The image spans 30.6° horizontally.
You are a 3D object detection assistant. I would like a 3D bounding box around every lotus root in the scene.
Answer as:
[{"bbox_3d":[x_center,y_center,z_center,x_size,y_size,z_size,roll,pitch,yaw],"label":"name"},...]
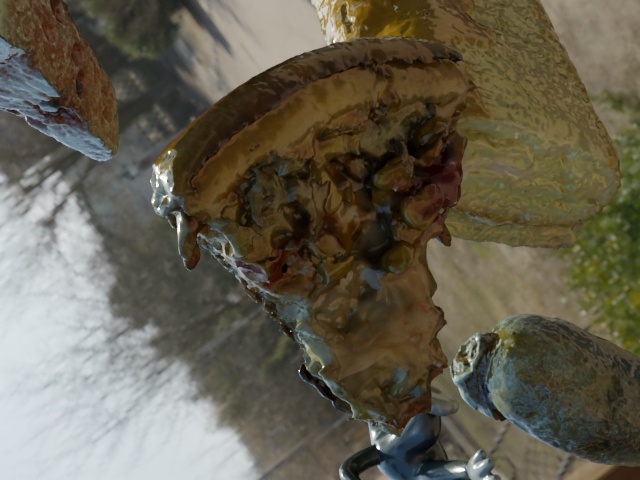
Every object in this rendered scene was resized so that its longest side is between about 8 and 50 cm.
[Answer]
[{"bbox_3d":[0.349,0.201,1.537,0.349,0.175,0.175,23,-178,-13],"label":"lotus root"}]

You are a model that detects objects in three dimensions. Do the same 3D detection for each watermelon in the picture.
[{"bbox_3d":[-0.246,-0.139,0.923,0.241,0.154,0.094,39,-134,-51],"label":"watermelon"}]

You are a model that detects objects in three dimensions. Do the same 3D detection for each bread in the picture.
[{"bbox_3d":[0.118,-0.161,1.127,0.236,0.165,0.375,9,-139,-22],"label":"bread"}]

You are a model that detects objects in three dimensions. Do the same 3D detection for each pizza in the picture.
[{"bbox_3d":[0.000,0.000,0.778,0.074,0.251,0.288,3,91,52],"label":"pizza"}]

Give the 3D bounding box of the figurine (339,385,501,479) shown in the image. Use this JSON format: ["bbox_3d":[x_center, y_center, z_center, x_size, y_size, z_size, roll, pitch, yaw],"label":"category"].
[{"bbox_3d":[0.105,0.239,1.075,0.265,0.140,0.193,46,158,19],"label":"figurine"}]
